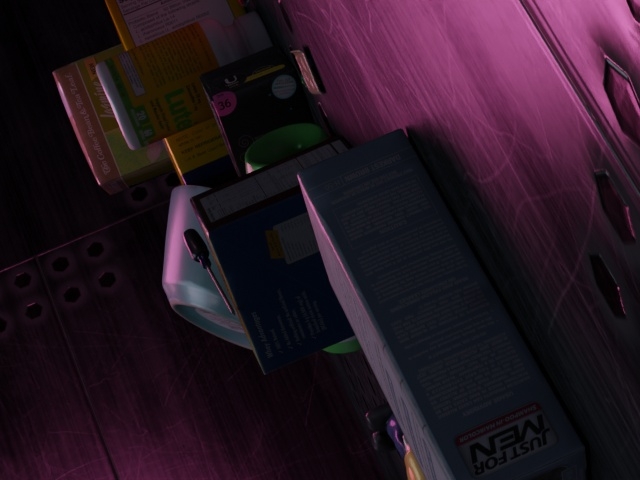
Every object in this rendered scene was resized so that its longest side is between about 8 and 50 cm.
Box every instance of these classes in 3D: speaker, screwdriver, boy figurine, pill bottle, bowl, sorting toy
[{"bbox_3d":[0.000,0.000,2.032,0.131,0.131,0.296,-122,10,-61],"label":"speaker"},{"bbox_3d":[-0.131,0.041,1.858,0.170,0.024,0.025,-120,37,-44],"label":"screwdriver"},{"bbox_3d":[0.154,0.364,2.264,0.285,0.092,0.177,-114,6,-47],"label":"boy figurine"},{"bbox_3d":[-0.187,-0.237,2.244,0.136,0.245,0.136,157,90,-85],"label":"pill bottle"},{"bbox_3d":[-0.109,0.060,2.315,0.311,0.163,0.311,22,166,6],"label":"bowl"},{"bbox_3d":[-0.016,-0.207,1.907,0.062,0.012,0.083,63,173,-10],"label":"sorting toy"}]

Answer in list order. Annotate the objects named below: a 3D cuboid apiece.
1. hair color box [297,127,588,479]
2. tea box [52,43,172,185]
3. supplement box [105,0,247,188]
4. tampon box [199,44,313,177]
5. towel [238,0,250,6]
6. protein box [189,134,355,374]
[{"bbox_3d":[0.108,0.101,1.393,0.185,0.113,0.374,73,173,-53],"label":"hair color box"},{"bbox_3d":[-0.278,-0.241,2.768,0.329,0.323,0.220,165,83,-85],"label":"tea box"},{"bbox_3d":[-0.178,-0.242,2.434,0.195,0.194,0.357,87,160,-75],"label":"supplement box"},{"bbox_3d":[-0.078,-0.163,2.143,0.101,0.120,0.161,-120,8,-59],"label":"tampon box"},{"bbox_3d":[-0.174,-0.487,2.230,0.199,0.031,0.275,73,172,-57],"label":"towel"},{"bbox_3d":[-0.021,0.015,1.866,0.136,0.201,0.200,-124,12,-67],"label":"protein box"}]
